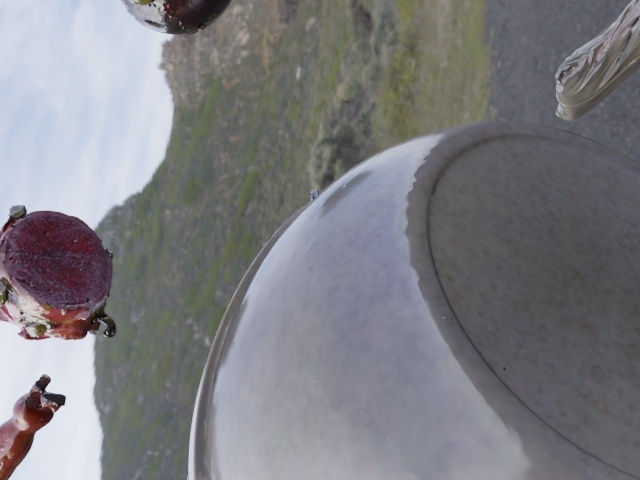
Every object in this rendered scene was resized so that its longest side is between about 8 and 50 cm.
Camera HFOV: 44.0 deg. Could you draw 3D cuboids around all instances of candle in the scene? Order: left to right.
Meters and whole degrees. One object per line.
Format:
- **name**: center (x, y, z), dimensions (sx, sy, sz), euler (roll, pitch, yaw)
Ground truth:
- **candle**: center (-0.395, 0.281, 0.916), dimensions (0.329, 0.048, 0.051), euler (-50, 5, 15)

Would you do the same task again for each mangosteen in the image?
- **mangosteen**: center (-0.181, -0.328, 0.939), dimensions (0.180, 0.166, 0.166), euler (-12, -64, -54)

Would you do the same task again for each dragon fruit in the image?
- **dragon fruit**: center (-0.462, 0.079, 1.347), dimensions (0.147, 0.282, 0.211), euler (-43, -7, 40)

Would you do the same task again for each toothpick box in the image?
- **toothpick box**: center (0.099, 0.160, 0.607), dimensions (0.425, 0.409, 0.408), euler (119, 164, -46)

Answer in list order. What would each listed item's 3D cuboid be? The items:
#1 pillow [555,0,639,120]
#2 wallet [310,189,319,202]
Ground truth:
- **pillow**: center (0.386, -0.250, 0.959), dimensions (0.270, 0.067, 0.173), euler (-41, -14, 20)
- **wallet**: center (0.000, 0.000, 1.590), dimensions (0.255, 0.031, 0.137), euler (-105, 8, -58)
